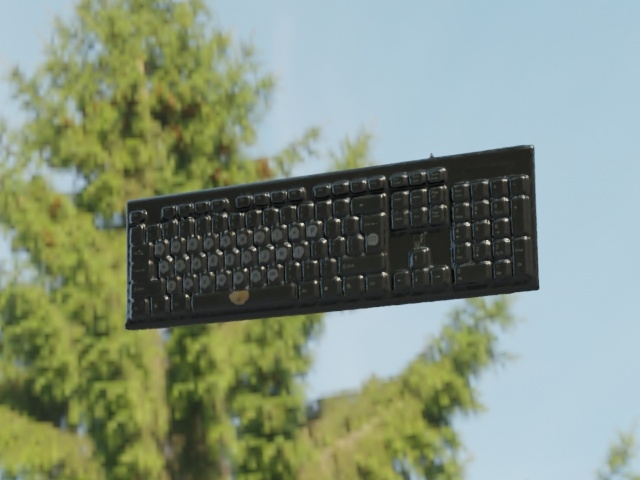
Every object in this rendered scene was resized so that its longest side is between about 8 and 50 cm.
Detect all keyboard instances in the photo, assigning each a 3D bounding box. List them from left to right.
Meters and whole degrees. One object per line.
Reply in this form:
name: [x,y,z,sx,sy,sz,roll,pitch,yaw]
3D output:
keyboard: [0.000,0.000,0.780,0.198,0.063,0.010,-7,-15,27]
